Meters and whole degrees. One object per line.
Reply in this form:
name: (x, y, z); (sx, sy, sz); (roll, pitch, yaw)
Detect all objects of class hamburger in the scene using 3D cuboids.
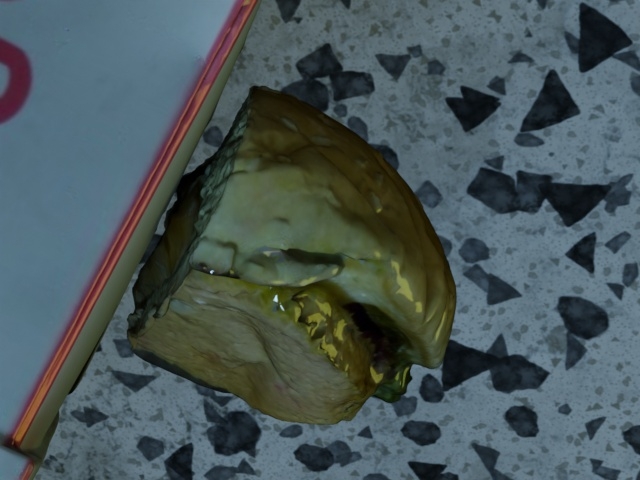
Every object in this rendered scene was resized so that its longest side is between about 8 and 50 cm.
hamburger: (0.000, 0.000, 0.744); (0.207, 0.155, 0.135); (114, -5, -72)

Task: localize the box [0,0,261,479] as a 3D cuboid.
box: (-0.221, -0.049, 0.711); (0.300, 0.312, 0.314); (-62, -173, -5)
